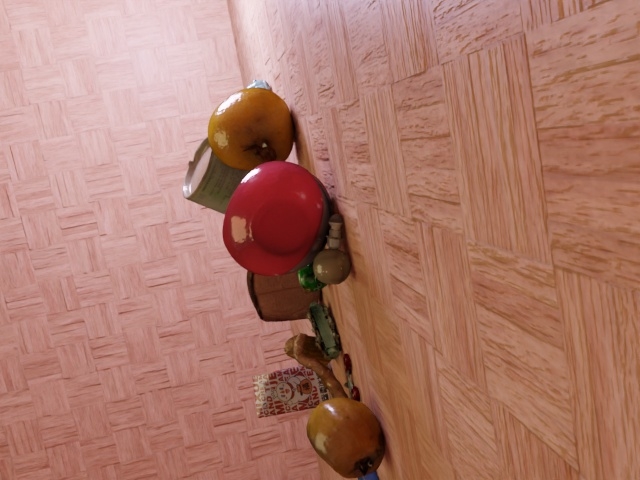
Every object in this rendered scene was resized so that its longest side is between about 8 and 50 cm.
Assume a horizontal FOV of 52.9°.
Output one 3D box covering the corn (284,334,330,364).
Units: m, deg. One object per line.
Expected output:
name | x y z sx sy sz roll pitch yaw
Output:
corn | -0.033 0.357 2.104 0.261 0.097 0.097 28 -139 -56

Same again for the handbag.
handbag | -0.098 0.550 2.364 0.151 0.298 0.171 117 140 -77

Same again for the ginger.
ginger | 0.005 0.411 1.982 0.288 0.075 0.089 53 171 -2

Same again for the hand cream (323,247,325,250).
hand cream | 0.000 0.000 1.886 0.035 0.022 0.102 -119 23 -81

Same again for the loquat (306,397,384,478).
loquat | 0.067 0.489 1.601 0.187 0.176 0.234 34 -179 -37

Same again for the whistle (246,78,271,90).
whistle | -0.207 -0.492 2.376 0.186 0.093 0.274 39 -152 -59

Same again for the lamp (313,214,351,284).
lamp | 0.031 0.020 1.522 0.091 0.091 0.163 -141 55 -77

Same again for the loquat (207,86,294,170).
loquat | -0.206 -0.333 2.005 0.275 0.274 0.275 168 90 -82

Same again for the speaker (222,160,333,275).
speaker | -0.101 -0.050 1.605 0.294 0.294 0.294 168 90 -82

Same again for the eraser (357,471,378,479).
eraser | 0.127 0.665 1.887 0.312 0.042 0.144 -111 12 -49

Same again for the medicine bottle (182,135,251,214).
medicine bottle | -0.248 -0.180 2.239 0.235 0.406 0.236 -40 38 42

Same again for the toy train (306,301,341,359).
toy train | 0.013 0.289 2.034 0.125 0.080 0.194 73 175 -55

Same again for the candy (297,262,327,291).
candy | -0.036 0.004 2.008 0.097 0.097 0.323 98 167 -67

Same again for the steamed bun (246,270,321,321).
steamed bun | -0.126 0.123 2.227 0.199 0.251 0.301 -94 1 -60

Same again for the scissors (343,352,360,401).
scissors | 0.089 0.437 1.924 0.248 0.017 0.144 90 166 -63
